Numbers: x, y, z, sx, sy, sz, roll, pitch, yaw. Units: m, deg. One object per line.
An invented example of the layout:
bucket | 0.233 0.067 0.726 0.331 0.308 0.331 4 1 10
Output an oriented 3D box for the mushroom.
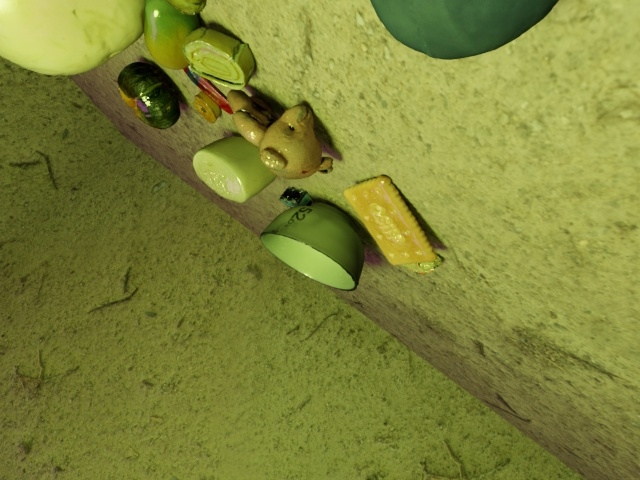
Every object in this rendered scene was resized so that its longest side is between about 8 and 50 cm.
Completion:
mushroom | -0.522 -0.508 0.813 0.325 0.352 0.353 22 180 -37

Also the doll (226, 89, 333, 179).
doll | -0.099 -0.275 0.931 0.201 0.156 0.303 -7 -125 -50

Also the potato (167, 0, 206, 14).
potato | -0.266 -0.496 0.677 0.117 0.090 0.225 53 173 43

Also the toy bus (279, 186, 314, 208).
toy bus | -0.082 -0.141 1.416 0.123 0.060 0.075 18 158 52

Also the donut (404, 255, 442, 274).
donut | 0.240 0.033 1.095 0.166 0.065 0.108 38 167 9

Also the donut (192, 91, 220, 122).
donut | -0.357 -0.422 1.277 0.097 0.043 0.108 46 164 -22

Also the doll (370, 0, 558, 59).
doll | 0.110 -0.272 0.316 0.228 0.153 0.258 26 168 35

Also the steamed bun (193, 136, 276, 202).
steamed bun | -0.279 -0.250 1.318 0.250 0.200 0.154 32 141 20

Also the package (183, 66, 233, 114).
package | -0.331 -0.446 1.174 0.200 0.022 0.083 41 167 -15

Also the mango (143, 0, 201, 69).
mango | -0.328 -0.459 0.889 0.091 0.130 0.194 63 174 12

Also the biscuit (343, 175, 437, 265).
biscuit | 0.167 -0.039 0.986 0.160 0.030 0.249 -10 120 55

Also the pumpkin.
pumpkin | -0.583 -0.499 1.391 0.238 0.159 0.237 41 158 21

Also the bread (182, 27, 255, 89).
bread | -0.222 -0.397 0.877 0.157 0.064 0.117 22 158 -12

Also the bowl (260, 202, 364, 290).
bowl | 0.000 0.000 1.318 0.354 0.185 0.353 26 162 9
